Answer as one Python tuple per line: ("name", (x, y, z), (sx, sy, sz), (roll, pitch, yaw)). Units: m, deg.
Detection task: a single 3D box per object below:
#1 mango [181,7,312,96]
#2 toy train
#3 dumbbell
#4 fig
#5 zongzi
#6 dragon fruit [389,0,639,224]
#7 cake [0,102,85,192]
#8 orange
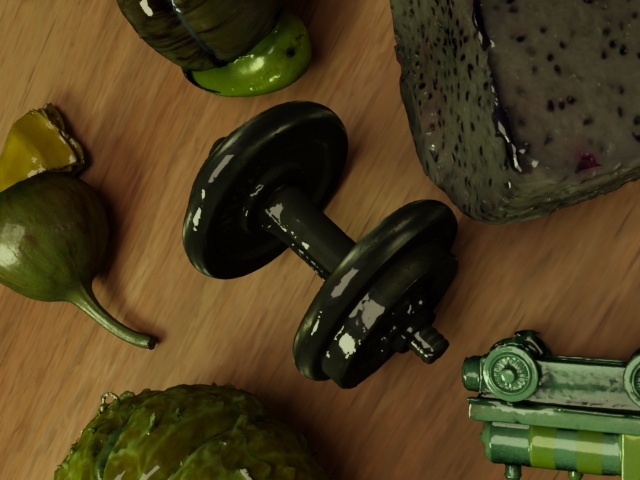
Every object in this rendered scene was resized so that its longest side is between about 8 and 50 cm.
("mango", (-0.076, -0.190, 0.764), (0.165, 0.074, 0.091), (2, 56, 41))
("toy train", (0.216, 0.143, 0.602), (0.200, 0.083, 0.132), (0, 91, 27))
("dumbbell", (0.000, 0.000, 0.654), (0.290, 0.192, 0.192), (42, 106, 22))
("fig", (-0.280, 0.038, 0.849), (0.149, 0.149, 0.245), (-37, 92, 20))
("zongzi", (-0.179, -0.320, 0.746), (0.361, 0.160, 0.322), (5, 67, 29))
("dragon fruit", (0.182, -0.163, 0.573), (0.221, 0.204, 0.282), (-13, 83, -3))
("cake", (-0.381, -0.091, 0.909), (0.185, 0.080, 0.116), (-29, 78, 27))
("orange", (-0.123, 0.285, 0.690), (0.301, 0.223, 0.300), (-15, 71, 28))
